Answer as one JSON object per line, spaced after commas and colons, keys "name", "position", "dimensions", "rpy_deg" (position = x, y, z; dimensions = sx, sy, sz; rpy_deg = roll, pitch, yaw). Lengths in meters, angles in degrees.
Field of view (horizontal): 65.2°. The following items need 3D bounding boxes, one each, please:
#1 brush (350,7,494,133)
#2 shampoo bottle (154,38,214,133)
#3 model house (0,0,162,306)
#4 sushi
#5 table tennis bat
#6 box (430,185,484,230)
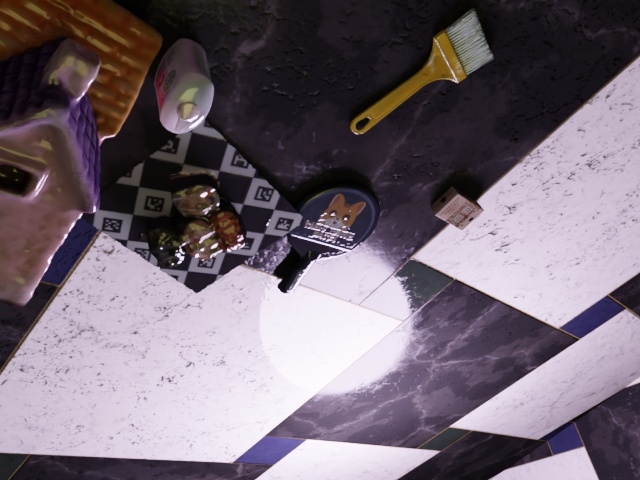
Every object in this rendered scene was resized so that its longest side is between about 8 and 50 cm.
{"name": "brush", "position": [0.124, -0.204, 0.654], "dimensions": [0.205, 0.011, 0.083], "rpy_deg": [-34, 138, 15]}
{"name": "shampoo bottle", "position": [-0.143, -0.158, 0.523], "dimensions": [0.043, 0.099, 0.072], "rpy_deg": [20, 124, -36]}
{"name": "model house", "position": [-0.279, -0.117, 0.417], "dimensions": [0.202, 0.237, 0.237], "rpy_deg": [30, 113, -34]}
{"name": "sushi", "position": [-0.165, -0.018, 0.685], "dimensions": [0.220, 0.047, 0.231], "rpy_deg": [-33, 133, 13]}
{"name": "table tennis bat", "position": [0.000, 0.000, 0.806], "dimensions": [0.150, 0.027, 0.236], "rpy_deg": [16, 124, -33]}
{"name": "box", "position": [0.231, -0.053, 0.845], "dimensions": [0.083, 0.024, 0.053], "rpy_deg": [23, 122, -36]}
